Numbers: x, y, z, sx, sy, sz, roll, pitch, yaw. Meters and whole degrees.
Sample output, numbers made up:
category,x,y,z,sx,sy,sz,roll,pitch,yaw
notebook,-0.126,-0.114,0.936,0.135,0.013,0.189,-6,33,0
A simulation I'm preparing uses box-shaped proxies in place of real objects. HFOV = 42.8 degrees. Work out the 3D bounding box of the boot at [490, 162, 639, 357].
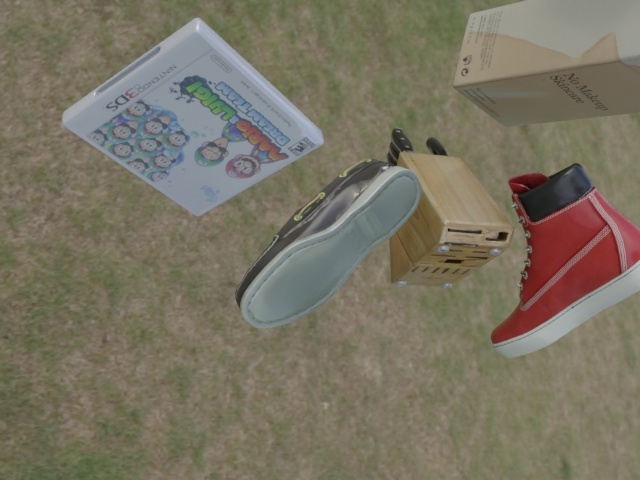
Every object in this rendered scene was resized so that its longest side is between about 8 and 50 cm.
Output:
category,x,y,z,sx,sy,sz,roll,pitch,yaw
boot,0.248,0.022,0.946,0.176,0.244,0.088,49,44,6

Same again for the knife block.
category,x,y,z,sx,sy,sz,roll,pitch,yaw
knife block,0.147,-0.070,1.065,0.088,0.276,0.242,3,72,-12

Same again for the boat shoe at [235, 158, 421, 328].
category,x,y,z,sx,sy,sz,roll,pitch,yaw
boat shoe,0.000,0.000,0.827,0.227,0.068,0.081,-39,130,-16

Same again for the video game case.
category,x,y,z,sx,sy,sz,roll,pitch,yaw
video game case,-0.099,-0.090,0.658,0.157,0.143,0.019,37,34,-44

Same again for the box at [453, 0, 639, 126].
category,x,y,z,sx,sy,sz,roll,pitch,yaw
box,0.348,-0.244,1.078,0.148,0.311,0.121,25,74,-38
